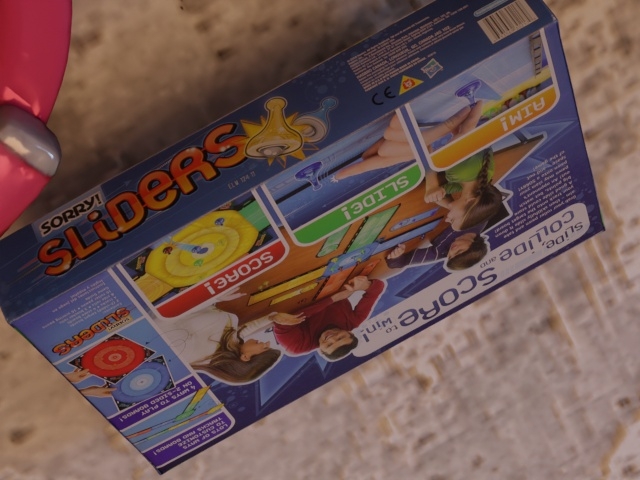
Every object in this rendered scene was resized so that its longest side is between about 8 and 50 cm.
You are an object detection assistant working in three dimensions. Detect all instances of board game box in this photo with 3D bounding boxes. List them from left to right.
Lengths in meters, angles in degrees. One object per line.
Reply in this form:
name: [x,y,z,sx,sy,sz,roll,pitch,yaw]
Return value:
board game box: [0.000,0.000,0.526,0.201,0.035,0.136,-29,145,0]

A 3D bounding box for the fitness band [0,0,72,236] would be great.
fitness band: [-0.210,-0.038,0.465,0.291,0.054,0.209,-45,120,9]
